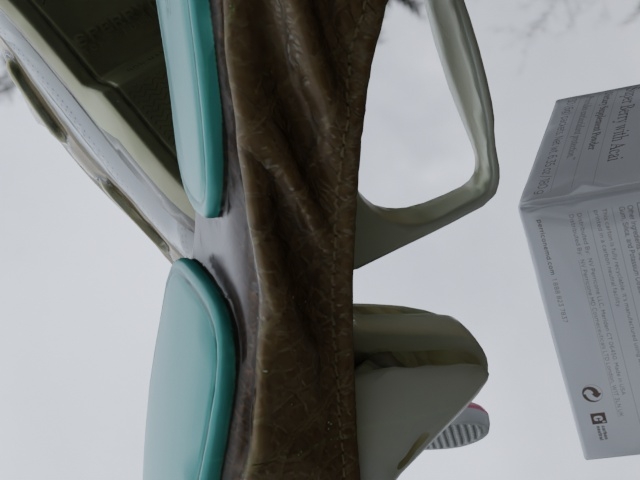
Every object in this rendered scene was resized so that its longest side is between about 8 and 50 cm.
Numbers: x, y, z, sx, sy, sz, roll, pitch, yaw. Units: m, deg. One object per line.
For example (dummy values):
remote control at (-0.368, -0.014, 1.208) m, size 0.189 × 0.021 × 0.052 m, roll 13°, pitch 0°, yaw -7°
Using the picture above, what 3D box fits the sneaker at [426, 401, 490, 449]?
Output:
sneaker at (0.054, 0.101, 1.024) m, size 0.051 × 0.134 × 0.070 m, roll 24°, pitch -118°, yaw -37°

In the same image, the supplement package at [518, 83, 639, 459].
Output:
supplement package at (0.287, -0.003, 0.919) m, size 0.177 × 0.293 × 0.175 m, roll -59°, pitch -44°, yaw -60°

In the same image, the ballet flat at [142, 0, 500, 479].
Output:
ballet flat at (0.000, 0.000, 0.548) m, size 0.116 × 0.124 × 0.342 m, roll -133°, pitch 43°, yaw -68°

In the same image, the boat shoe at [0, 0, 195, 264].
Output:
boat shoe at (-0.114, -0.101, 0.776) m, size 0.113 × 0.103 × 0.302 m, roll -23°, pitch -112°, yaw -26°
